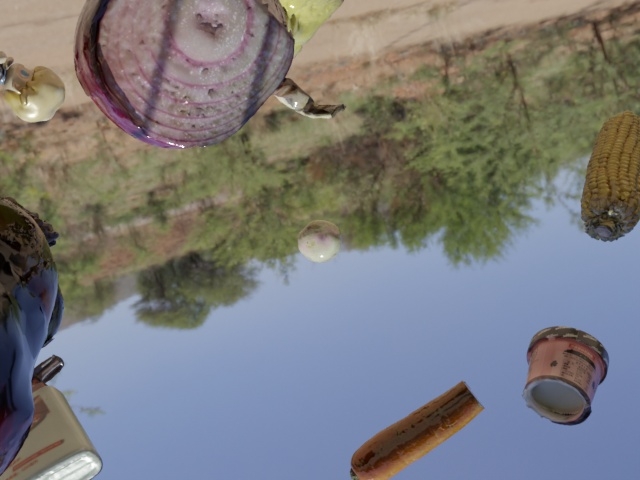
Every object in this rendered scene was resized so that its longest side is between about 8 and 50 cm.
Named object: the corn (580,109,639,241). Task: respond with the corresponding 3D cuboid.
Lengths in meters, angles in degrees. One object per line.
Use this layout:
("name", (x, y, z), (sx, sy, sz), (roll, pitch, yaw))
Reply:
("corn", (0.536, -0.123, 1.315), (0.115, 0.115, 0.317), (-13, -143, 38))

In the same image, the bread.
("bread", (-0.102, -0.365, 1.119), (0.204, 0.162, 0.262), (-33, 174, 41))

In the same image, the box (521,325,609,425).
("box", (0.457, 0.260, 1.371), (0.151, 0.151, 0.135), (-13, -152, 37))

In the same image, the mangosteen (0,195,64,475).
("mangosteen", (-0.461, 0.091, 0.726), (0.381, 0.380, 0.421), (-15, -140, 8))

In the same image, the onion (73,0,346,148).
("onion", (-0.163, -0.240, 0.851), (0.256, 0.272, 0.230), (-28, -151, -7))

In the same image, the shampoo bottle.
("shampoo bottle", (-0.420, 0.277, 1.093), (0.153, 0.071, 0.284), (-34, -145, -7))

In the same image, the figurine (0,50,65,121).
("figurine", (-0.562, -0.299, 1.320), (0.108, 0.196, 0.114), (-59, -159, -17))

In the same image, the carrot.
("carrot", (0.139, 0.294, 1.085), (0.225, 0.067, 0.067), (-35, -178, 6))

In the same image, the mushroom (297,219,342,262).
("mushroom", (0.000, 0.000, 1.344), (0.084, 0.083, 0.067), (-14, -157, 22))
